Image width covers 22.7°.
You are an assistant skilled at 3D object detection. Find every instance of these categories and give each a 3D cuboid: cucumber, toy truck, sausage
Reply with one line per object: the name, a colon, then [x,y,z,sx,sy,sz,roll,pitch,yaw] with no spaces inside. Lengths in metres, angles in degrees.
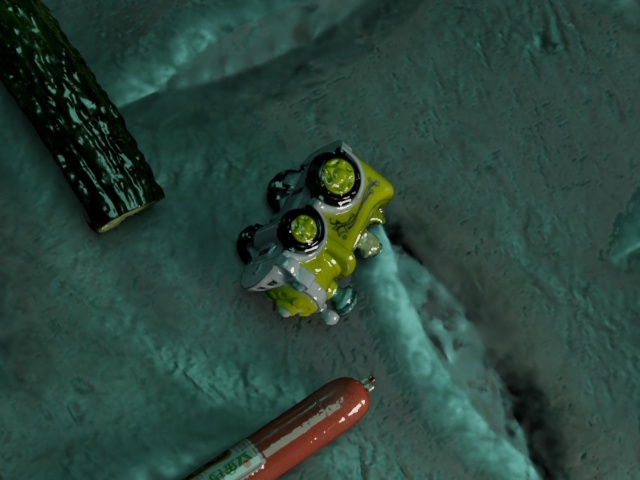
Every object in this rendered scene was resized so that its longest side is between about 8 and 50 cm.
cucumber: [-0.164,-0.089,0.995,0.058,0.058,0.187,-31,79,-18]
toy truck: [0.000,0.000,0.990,0.077,0.076,0.111,35,69,-18]
sausage: [-0.068,0.151,0.940,0.253,0.034,0.034,-33,79,-19]
